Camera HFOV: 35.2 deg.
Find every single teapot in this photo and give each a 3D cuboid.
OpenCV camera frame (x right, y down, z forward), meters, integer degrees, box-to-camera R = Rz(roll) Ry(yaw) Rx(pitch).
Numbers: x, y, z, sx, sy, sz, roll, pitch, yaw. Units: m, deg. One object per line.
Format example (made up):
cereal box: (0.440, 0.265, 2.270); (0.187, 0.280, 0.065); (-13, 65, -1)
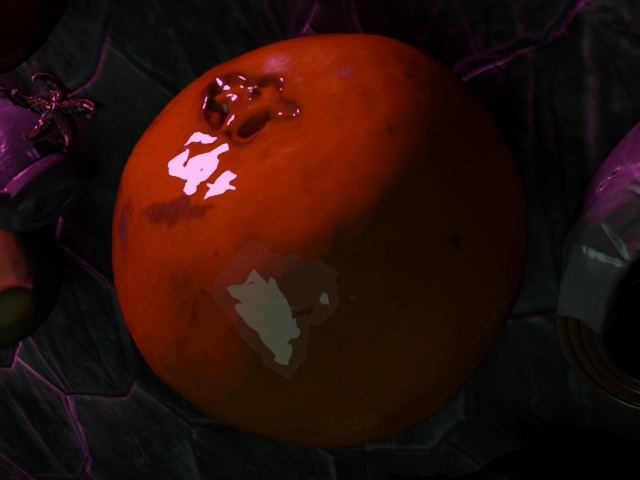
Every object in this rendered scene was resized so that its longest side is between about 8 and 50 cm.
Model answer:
teapot: (-0.333, -0.082, 1.046); (0.146, 0.148, 0.116); (49, 146, 8)

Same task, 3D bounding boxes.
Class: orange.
orange: (0.000, 0.000, 0.743); (0.312, 0.312, 0.312); (21, 137, 21)

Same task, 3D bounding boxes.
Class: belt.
belt: (0.264, 0.015, 0.709); (0.184, 0.105, 0.261); (24, 141, 14)

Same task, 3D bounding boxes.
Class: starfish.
starfish: (-0.263, -0.126, 1.008); (0.028, 0.078, 0.091); (86, 162, -73)

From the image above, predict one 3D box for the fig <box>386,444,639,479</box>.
fig: (0.195, 0.256, 0.936); (0.274, 0.146, 0.170); (18, 137, 3)

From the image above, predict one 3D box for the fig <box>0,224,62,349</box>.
fig: (-0.389, 0.026, 1.132); (0.207, 0.207, 0.230); (51, 145, -13)

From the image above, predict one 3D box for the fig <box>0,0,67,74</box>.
fig: (-0.327, -0.236, 0.840); (0.224, 0.224, 0.263); (49, 171, -11)
